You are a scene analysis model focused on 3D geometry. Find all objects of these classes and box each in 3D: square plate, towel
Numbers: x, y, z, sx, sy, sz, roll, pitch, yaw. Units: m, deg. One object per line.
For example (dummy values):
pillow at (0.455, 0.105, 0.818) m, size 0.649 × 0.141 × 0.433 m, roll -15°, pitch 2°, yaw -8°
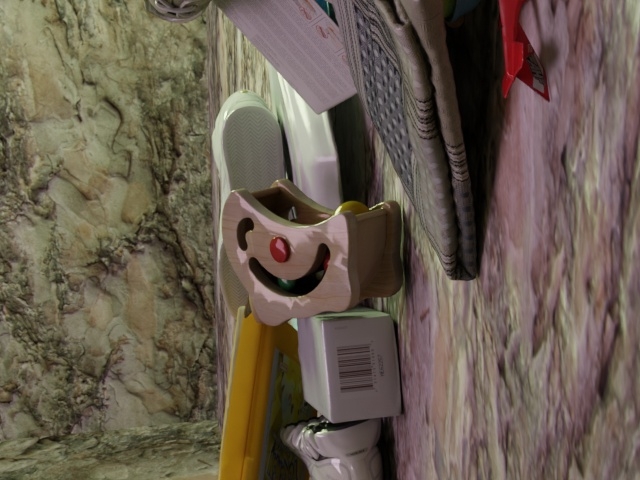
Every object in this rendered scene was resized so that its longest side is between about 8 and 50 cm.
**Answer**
square plate at (-0.020, -0.115, 1.930) m, size 0.344 × 0.049 × 0.347 m, roll 85°, pitch 173°, yaw -52°
towel at (0.052, -0.167, 1.281) m, size 0.324 × 0.056 × 0.312 m, roll 77°, pitch 176°, yaw -45°

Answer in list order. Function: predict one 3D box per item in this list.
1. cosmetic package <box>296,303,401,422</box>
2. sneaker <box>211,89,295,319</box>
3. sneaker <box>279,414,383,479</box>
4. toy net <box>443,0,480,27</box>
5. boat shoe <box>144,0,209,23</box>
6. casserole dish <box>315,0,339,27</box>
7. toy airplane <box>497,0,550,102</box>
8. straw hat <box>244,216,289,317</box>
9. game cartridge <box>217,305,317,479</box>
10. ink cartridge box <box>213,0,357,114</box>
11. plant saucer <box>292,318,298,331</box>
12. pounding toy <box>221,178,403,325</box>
cosmetic package at (0.029, 0.137, 1.760) m, size 0.231 × 0.085 × 0.117 m, roll -165°, pitch 70°, yaw -83°
sneaker at (-0.087, -0.051, 2.009) m, size 0.169 × 0.108 × 0.292 m, roll -109°, pitch 19°, yaw -72°
sneaker at (0.020, 0.267, 1.852) m, size 0.292 × 0.110 × 0.118 m, roll 155°, pitch 99°, yaw -83°
toy net at (0.092, -0.231, 1.257) m, size 0.232 × 0.045 × 0.122 m, roll -170°, pitch 75°, yaw -81°
boat shoe at (-0.140, -0.281, 1.626) m, size 0.302 × 0.109 × 0.094 m, roll -139°, pitch 65°, yaw -84°
casserole dish at (0.012, -0.262, 1.806) m, size 0.188 × 0.037 × 0.114 m, roll -106°, pitch 14°, yaw -55°
toy airplane at (0.135, -0.165, 1.069) m, size 0.151 × 0.028 × 0.151 m, roll 175°, pitch 90°, yaw -83°
straw hat at (-0.037, 0.036, 1.837) m, size 0.144 × 0.061 × 0.144 m, roll 21°, pitch -90°, yaw -86°
game cartridge at (-0.063, 0.273, 1.969) m, size 0.285 × 0.053 × 0.323 m, roll 49°, pitch -137°, yaw -68°
ink cartridge box at (-0.008, -0.233, 1.623) m, size 0.181 × 0.056 × 0.225 m, roll 47°, pitch 157°, yaw -9°
plant saucer at (-0.017, 0.065, 2.173) m, size 0.195 × 0.037 × 0.195 m, roll 176°, pitch 90°, yaw -82°
pounding toy at (0.000, 0.000, 1.675) m, size 0.269 × 0.155 × 0.154 m, roll -15°, pitch 90°, yaw 50°
